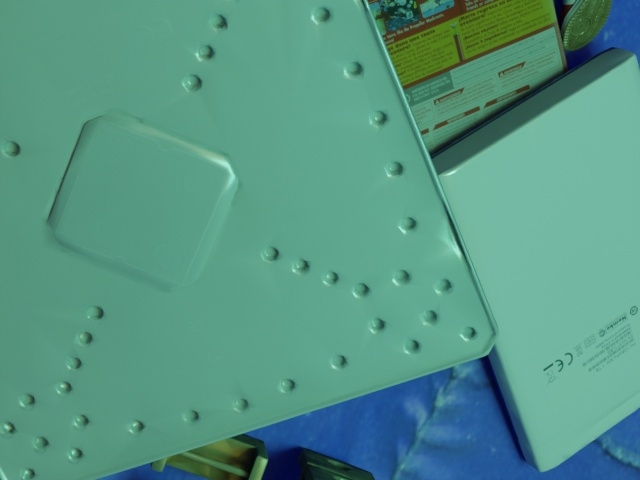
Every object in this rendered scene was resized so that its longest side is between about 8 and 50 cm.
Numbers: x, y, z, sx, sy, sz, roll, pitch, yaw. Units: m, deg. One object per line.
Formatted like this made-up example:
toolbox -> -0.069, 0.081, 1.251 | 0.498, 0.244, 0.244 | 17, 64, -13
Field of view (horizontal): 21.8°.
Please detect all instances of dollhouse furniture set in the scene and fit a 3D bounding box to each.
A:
dollhouse furniture set -> -0.059, 0.226, 1.332 | 0.183, 0.129, 0.129 | 21, 93, -6

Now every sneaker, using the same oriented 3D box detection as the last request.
sneaker -> 0.215, -0.222, 1.401 | 0.042, 0.067, 0.118 | -14, 138, -27

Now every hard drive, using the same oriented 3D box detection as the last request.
hard drive -> 0.222, 0.021, 1.440 | 0.210, 0.040, 0.319 | -32, 121, -17

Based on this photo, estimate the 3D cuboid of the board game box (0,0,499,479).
board game box -> -0.121, -0.036, 1.154 | 0.389, 0.050, 0.390 | -19, 114, 12

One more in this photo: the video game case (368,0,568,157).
video game case -> 0.103, -0.171, 1.359 | 0.204, 0.025, 0.285 | -24, 112, -20
